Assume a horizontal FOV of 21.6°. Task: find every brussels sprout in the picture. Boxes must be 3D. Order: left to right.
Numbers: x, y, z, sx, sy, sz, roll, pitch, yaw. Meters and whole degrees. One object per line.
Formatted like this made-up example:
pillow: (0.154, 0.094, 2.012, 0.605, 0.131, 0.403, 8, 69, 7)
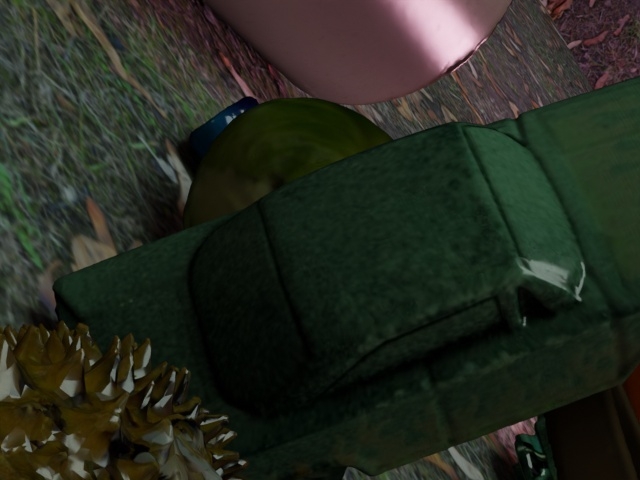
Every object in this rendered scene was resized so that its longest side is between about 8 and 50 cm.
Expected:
brussels sprout: (-0.005, -0.001, 0.957, 0.180, 0.144, 0.161, -54, 146, -85)

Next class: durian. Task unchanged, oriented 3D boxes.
durian: (-0.081, 0.107, 0.545, 0.183, 0.138, 0.250, 50, 9, 9)

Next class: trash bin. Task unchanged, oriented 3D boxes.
trash bin: (-0.042, -0.308, 1.206, 0.432, 0.280, 0.280, 43, 21, -49)

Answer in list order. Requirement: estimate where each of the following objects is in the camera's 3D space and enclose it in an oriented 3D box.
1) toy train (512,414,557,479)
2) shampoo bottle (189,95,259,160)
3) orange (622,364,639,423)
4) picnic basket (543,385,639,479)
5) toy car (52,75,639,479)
toy train: (0.217, 0.236, 1.250, 0.248, 0.101, 0.159, -103, 170, -50)
shampoo bottle: (-0.014, -0.007, 1.093, 0.183, 0.050, 0.087, 55, 13, -4)
orange: (0.485, 0.160, 1.744, 0.424, 0.326, 0.424, 40, 6, -5)
picnic basket: (0.174, 0.200, 0.808, 0.254, 0.291, 0.321, -87, 153, -63)
toy car: (0.043, 0.022, 0.726, 0.097, 0.321, 0.141, 70, 0, -50)
